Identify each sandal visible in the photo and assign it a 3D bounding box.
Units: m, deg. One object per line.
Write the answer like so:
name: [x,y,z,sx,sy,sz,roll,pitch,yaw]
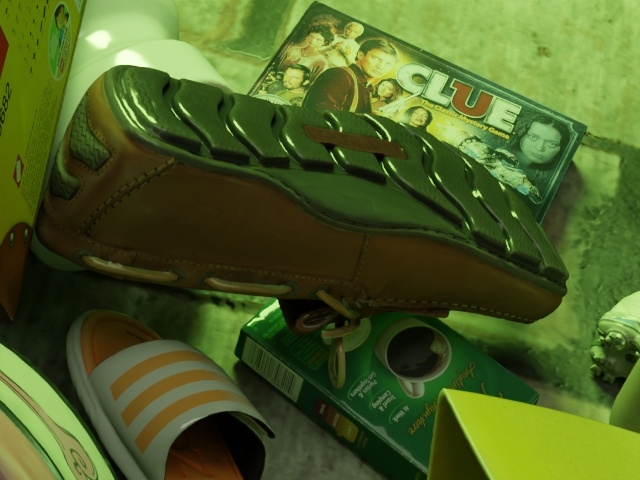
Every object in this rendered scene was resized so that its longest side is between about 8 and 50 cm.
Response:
sandal: [-0.064,0.138,1.005,0.102,0.076,0.265,1,51,-50]

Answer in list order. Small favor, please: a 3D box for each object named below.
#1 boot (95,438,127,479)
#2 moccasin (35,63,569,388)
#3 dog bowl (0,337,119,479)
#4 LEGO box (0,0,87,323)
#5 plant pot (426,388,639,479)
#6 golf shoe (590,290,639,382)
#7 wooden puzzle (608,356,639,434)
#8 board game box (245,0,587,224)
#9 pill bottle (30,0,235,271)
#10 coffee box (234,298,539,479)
boot: [-0.163,0.157,1.010,0.118,0.042,0.087,26,44,6]
moccasin: [0.001,0.002,1.042,0.380,0.147,0.139,8,38,-38]
dog bowl: [-0.275,0.207,0.749,0.408,0.150,0.408,1,83,-9]
LEGO box: [-0.328,-0.226,0.947,0.372,0.193,0.500,5,64,6]
plant pot: [0.164,0.218,0.876,0.187,0.212,0.212,3,18,-10]
golf shoe: [0.284,0.091,1.154,0.176,0.069,0.086,33,46,12]
wooden puzzle: [0.330,0.163,0.946,0.348,0.322,0.080,38,64,15]
board game box: [0.066,-0.077,1.247,0.243,0.042,0.165,25,50,7]
pill bottle: [-0.231,-0.162,1.134,0.210,0.210,0.363,-29,64,-31]
coffee box: [0.044,0.093,1.107,0.184,0.040,0.113,36,51,16]
